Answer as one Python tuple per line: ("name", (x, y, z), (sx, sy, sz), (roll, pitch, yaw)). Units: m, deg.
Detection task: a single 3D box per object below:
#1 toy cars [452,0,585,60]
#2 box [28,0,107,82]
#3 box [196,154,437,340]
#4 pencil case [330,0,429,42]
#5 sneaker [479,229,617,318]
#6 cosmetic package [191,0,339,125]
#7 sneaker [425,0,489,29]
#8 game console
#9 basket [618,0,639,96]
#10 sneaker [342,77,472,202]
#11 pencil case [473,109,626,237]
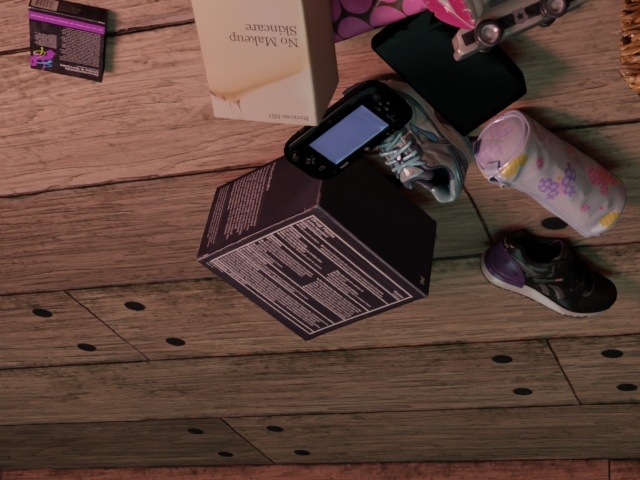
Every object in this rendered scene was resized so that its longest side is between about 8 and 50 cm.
("toy cars", (0.325, -0.343, 1.570), (0.393, 0.087, 0.176), (-22, -178, 42))
("box", (-0.388, -0.307, 1.878), (0.116, 0.029, 0.162), (11, 151, -7))
("box", (0.000, 0.000, 2.156), (0.294, 0.183, 0.296), (-22, 132, 38))
("pencil case", (0.057, -0.334, 1.668), (0.209, 0.098, 0.095), (-14, -174, 31))
("sneaker", (0.452, 0.061, 2.302), (0.283, 0.107, 0.124), (16, 145, -16))
("cosmetic package", (-0.077, -0.310, 1.602), (0.160, 0.113, 0.309), (5, 133, 16))
("sneaker", (0.160, -0.391, 1.527), (0.103, 0.111, 0.252), (28, 158, 42))
("game console", (0.110, -0.198, 1.824), (0.361, 0.044, 0.213), (-35, 123, 27))
("basket", (0.565, -0.243, 1.581), (0.299, 0.213, 0.223), (-14, 145, 34))
("sneaker", (0.144, -0.155, 1.939), (0.283, 0.122, 0.110), (30, 145, -36))
("pencil case", (0.375, -0.105, 1.982), (0.273, 0.124, 0.113), (26, 147, -33))
